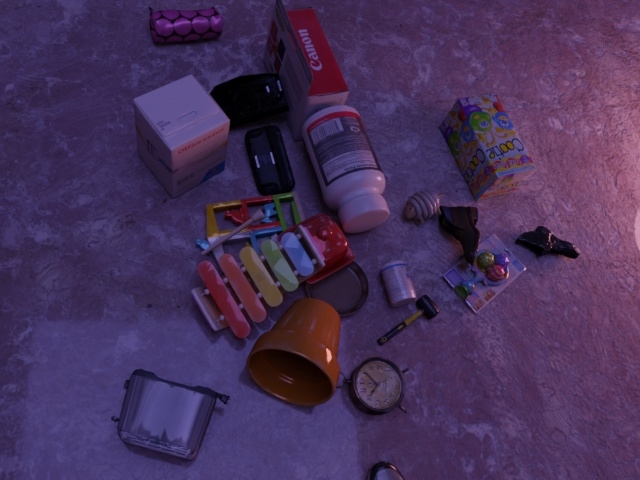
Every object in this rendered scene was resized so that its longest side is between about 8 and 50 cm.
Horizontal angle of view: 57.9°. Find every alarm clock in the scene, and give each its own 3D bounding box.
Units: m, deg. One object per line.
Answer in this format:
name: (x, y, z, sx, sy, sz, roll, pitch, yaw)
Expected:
alarm clock: (0.114, 0.344, 1.378, 0.192, 0.064, 0.129, 13, 63, -10)

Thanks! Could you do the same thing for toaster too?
toaster: (-0.318, 0.373, 1.224, 0.227, 0.129, 0.146, 18, 66, -7)

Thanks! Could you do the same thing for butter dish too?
butter dish: (0.000, 0.000, 1.452, 0.160, 0.118, 0.160, -28, 75, -25)

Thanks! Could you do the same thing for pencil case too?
pencil case: (-0.401, -0.647, 1.721, 0.209, 0.095, 0.098, -10, 52, -20)

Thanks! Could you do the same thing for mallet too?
mallet: (0.218, 0.203, 1.491, 0.189, 0.039, 0.062, -25, 74, -19)

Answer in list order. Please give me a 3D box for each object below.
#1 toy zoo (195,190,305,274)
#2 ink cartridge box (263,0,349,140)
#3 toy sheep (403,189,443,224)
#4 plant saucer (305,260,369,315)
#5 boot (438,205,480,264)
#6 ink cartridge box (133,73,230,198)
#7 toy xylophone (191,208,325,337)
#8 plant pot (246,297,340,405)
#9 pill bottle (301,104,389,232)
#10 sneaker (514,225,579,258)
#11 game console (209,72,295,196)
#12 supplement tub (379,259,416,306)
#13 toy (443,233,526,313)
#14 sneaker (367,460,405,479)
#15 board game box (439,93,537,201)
toy zoo: (-0.177, -0.020, 1.501, 0.293, 0.030, 0.192, -10, 68, -18)
ink cartridge box: (-0.041, -0.489, 1.626, 0.130, 0.272, 0.309, -13, 69, -19)
toy sheep: (0.292, -0.098, 1.626, 0.132, 0.091, 0.091, -29, 74, -19)
plant saucer: (0.041, 0.118, 1.490, 0.168, 0.029, 0.168, 6, 62, -11)
boot: (0.380, -0.019, 1.604, 0.106, 0.082, 0.219, 10, 41, 3)
ink cartridge box: (-0.350, -0.260, 1.460, 0.171, 0.233, 0.168, -34, 77, -26)
toy xylophone: (-0.162, 0.068, 1.383, 0.322, 0.081, 0.236, -39, 84, -4)
plant pot: (-0.040, 0.241, 1.329, 0.205, 0.205, 0.188, 25, 46, -1)
pill bottle: (0.072, -0.188, 1.561, 0.176, 0.176, 0.319, -11, 68, -19)
sneaker: (0.659, 0.021, 1.679, 0.170, 0.051, 0.089, 37, 62, 11)
game console: (-0.176, -0.292, 1.606, 0.213, 0.044, 0.361, -16, 78, 0)
supplement tub: (0.202, 0.112, 1.508, 0.071, 0.071, 0.107, -10, 68, -18)
toy: (0.465, 0.079, 1.597, 0.237, 0.056, 0.137, -35, 77, -25)
sneaker: (0.177, 0.612, 1.240, 0.100, 0.108, 0.272, -10, 66, -16)
board game box: (0.495, -0.280, 1.729, 0.144, 0.142, 0.275, -13, 68, -19)
